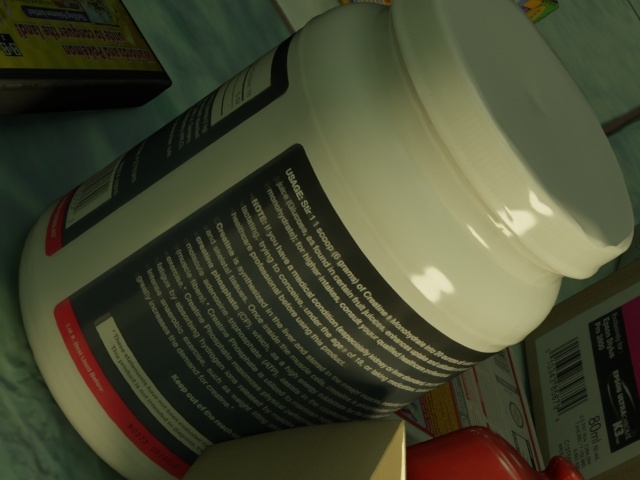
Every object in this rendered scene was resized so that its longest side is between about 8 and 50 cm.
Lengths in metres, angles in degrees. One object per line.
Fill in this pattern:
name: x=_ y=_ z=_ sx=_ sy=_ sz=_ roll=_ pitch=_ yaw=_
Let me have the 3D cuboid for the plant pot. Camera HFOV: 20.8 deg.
plant pot: x=-0.020 y=0.148 z=0.815 sx=0.109 sy=0.096 sz=0.109 roll=-51 pitch=144 yaw=-61

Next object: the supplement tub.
supplement tub: x=0.000 y=0.000 z=0.890 sx=0.191 sy=0.272 sz=0.191 roll=43 pitch=28 yaw=-30

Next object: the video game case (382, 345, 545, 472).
video game case: x=0.061 y=0.072 z=1.227 sx=0.285 sy=0.025 sz=0.204 roll=36 pitch=32 yaw=-40

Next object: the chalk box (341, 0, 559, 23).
chalk box: x=0.115 y=-0.235 z=1.582 sx=0.213 sy=0.132 sz=0.132 roll=3 pitch=57 yaw=-63

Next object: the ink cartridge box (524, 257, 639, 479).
ink cartridge box: x=0.264 y=0.120 z=1.349 sx=0.088 sy=0.193 sz=0.234 roll=43 pitch=27 yaw=-29

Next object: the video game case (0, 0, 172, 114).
video game case: x=-0.200 y=-0.184 z=0.983 sx=0.248 sy=0.035 sz=0.275 roll=58 pitch=14 yaw=3

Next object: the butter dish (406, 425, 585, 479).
butter dish: x=0.102 y=0.167 z=1.023 sx=0.160 sy=0.118 sz=0.160 roll=60 pitch=-8 yaw=13

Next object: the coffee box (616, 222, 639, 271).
coffee box: x=0.505 y=0.089 z=1.672 sx=0.337 sy=0.334 sz=0.338 roll=53 pitch=22 yaw=-7
